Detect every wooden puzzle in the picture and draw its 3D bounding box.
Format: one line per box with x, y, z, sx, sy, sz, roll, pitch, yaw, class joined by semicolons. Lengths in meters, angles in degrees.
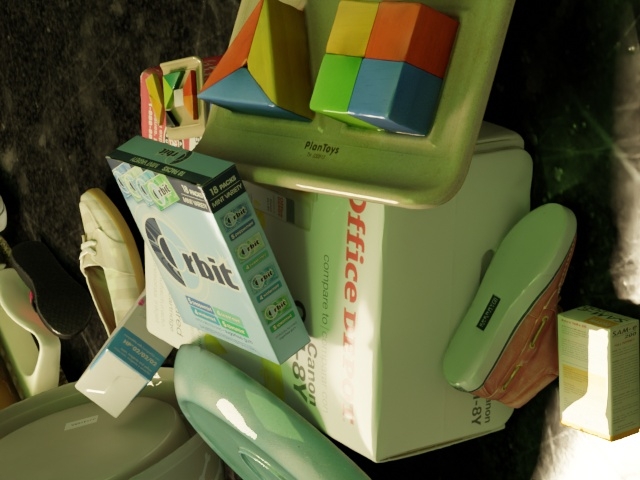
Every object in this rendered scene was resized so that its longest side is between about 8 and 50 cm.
0.026;-0.208;1.479;0.322;0.080;0.347;11;80;49;wooden puzzle
-0.126;-0.129;1.659;0.116;0.014;0.078;-15;85;54;wooden puzzle

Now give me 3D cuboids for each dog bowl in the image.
-0.263;0.260;1.989;0.349;0.349;0.102;9;120;53;dog bowl

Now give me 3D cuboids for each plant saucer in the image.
-0.028;0.220;1.728;0.318;0.043;0.317;39;166;12;plant saucer

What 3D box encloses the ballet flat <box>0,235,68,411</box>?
-0.366;0.192;2.269;0.182;0.164;0.482;-48;59;37;ballet flat

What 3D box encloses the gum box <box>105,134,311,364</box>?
-0.097;0.006;1.572;0.157;0.041;0.184;18;139;52;gum box

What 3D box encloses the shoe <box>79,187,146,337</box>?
-0.240;0.043;2.103;0.219;0.058;0.076;68;155;9;shoe

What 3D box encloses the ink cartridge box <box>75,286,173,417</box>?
-0.185;0.095;1.999;0.062;0.181;0.104;37;141;-6;ink cartridge box

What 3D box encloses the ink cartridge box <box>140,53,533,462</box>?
0.000;0.000;1.668;0.385;0.160;0.279;24;119;49;ink cartridge box

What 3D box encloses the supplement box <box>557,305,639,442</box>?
0.229;0.109;1.493;0.062;0.036;0.098;17;115;52;supplement box

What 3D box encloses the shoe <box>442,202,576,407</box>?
0.178;0.057;1.530;0.178;0.081;0.063;-60;37;7;shoe

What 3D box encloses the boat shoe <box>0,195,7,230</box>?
-0.489;-0.098;2.381;0.258;0.095;0.084;41;136;39;boat shoe

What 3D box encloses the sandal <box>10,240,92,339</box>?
-0.332;0.066;2.249;0.179;0.067;0.040;51;146;43;sandal
